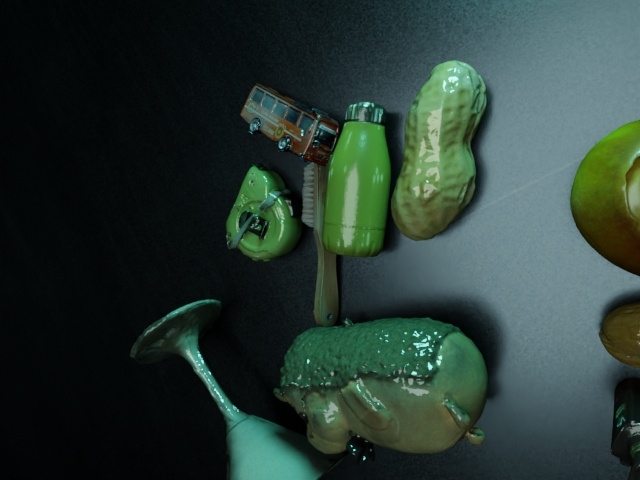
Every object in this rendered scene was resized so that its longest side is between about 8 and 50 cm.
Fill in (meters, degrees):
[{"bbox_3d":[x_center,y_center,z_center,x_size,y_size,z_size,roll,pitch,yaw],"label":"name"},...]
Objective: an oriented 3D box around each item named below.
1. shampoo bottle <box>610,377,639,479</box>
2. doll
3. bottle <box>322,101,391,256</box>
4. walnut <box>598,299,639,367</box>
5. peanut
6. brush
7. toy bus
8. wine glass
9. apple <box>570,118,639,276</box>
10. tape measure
[{"bbox_3d":[0.427,0.254,0.705,0.067,0.236,0.068,7,100,27],"label":"shampoo bottle"},{"bbox_3d":[0.092,0.241,0.866,0.350,0.247,0.247,2,95,31],"label":"doll"},{"bbox_3d":[0.067,-0.105,0.922,0.112,0.112,0.260,8,96,25],"label":"bottle"},{"bbox_3d":[0.466,0.133,0.755,0.124,0.105,0.105,-5,92,38],"label":"walnut"},{"bbox_3d":[0.191,-0.139,0.851,0.130,0.130,0.290,12,101,25],"label":"peanut"},{"bbox_3d":[0.000,0.000,0.996,0.065,0.070,0.327,5,99,44],"label":"brush"},{"bbox_3d":[-0.060,-0.211,0.961,0.235,0.073,0.096,36,108,43],"label":"toy bus"},{"bbox_3d":[-0.173,0.328,1.009,0.267,0.267,0.406,-49,68,21],"label":"wine glass"},{"bbox_3d":[0.447,-0.049,0.681,0.237,0.207,0.236,1,92,30],"label":"apple"},{"bbox_3d":[-0.110,-0.038,1.029,0.154,0.087,0.177,34,110,19],"label":"tape measure"}]
